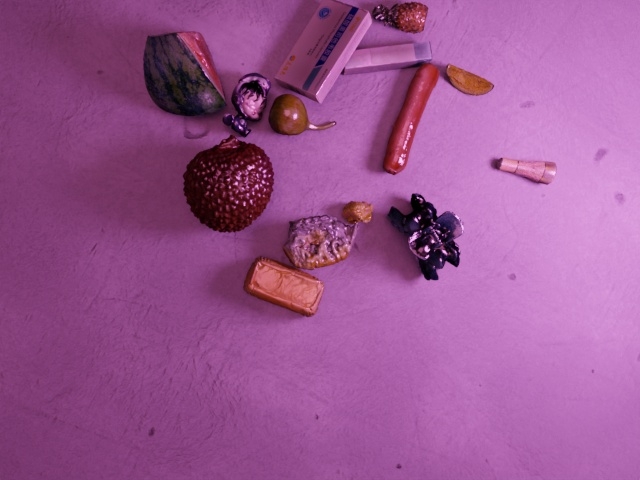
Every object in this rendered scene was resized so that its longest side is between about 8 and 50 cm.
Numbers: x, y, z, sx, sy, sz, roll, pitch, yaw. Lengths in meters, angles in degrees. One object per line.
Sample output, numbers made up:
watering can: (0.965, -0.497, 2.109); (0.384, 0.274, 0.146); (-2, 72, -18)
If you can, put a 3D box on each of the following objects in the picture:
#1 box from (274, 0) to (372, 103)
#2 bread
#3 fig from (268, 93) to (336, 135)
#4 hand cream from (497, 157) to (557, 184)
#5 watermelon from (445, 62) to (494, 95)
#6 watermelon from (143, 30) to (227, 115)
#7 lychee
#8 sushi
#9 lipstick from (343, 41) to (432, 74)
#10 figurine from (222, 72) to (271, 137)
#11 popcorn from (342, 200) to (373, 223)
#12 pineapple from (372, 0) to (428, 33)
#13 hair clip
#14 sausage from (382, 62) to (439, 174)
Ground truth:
box: (0.008, -0.672, 1.527); (0.200, 0.065, 0.343); (31, 89, 24)
bread: (-0.128, 0.165, 1.542); (0.288, 0.119, 0.152); (21, 87, -3)
fig: (-0.063, -0.432, 1.556); (0.245, 0.149, 0.149); (14, 90, -21)
hand cream: (0.749, -0.263, 1.586); (0.203, 0.084, 0.084); (11, 90, 3)
watermelon: (0.542, -0.593, 1.572); (0.182, 0.092, 0.075); (27, 76, 6)
watermelon: (-0.491, -0.589, 1.480); (0.250, 0.283, 0.292); (-20, 47, -3)
lychee: (-0.297, -0.188, 1.448); (0.306, 0.306, 0.330); (-1, 117, -2)
sushi: (0.000, 0.000, 1.534); (0.274, 0.139, 0.184); (-11, 94, -4)
lipstick: (0.239, -0.659, 1.570); (0.318, 0.066, 0.068); (-8, 90, -1)
figurine: (-0.261, -0.488, 1.537); (0.145, 0.145, 0.222); (33, 91, -2)
popcorn: (0.132, -0.104, 1.560); (0.109, 0.097, 0.089); (7, 87, 12)
pineapple: (0.283, -0.811, 1.557); (0.198, 0.108, 0.108); (13, 90, 5)
hair clip: (0.377, -0.016, 1.510); (0.194, 0.206, 0.310); (-33, 91, -2)
sausage: (0.322, -0.436, 1.564); (0.094, 0.094, 0.418); (20, 90, 28)
